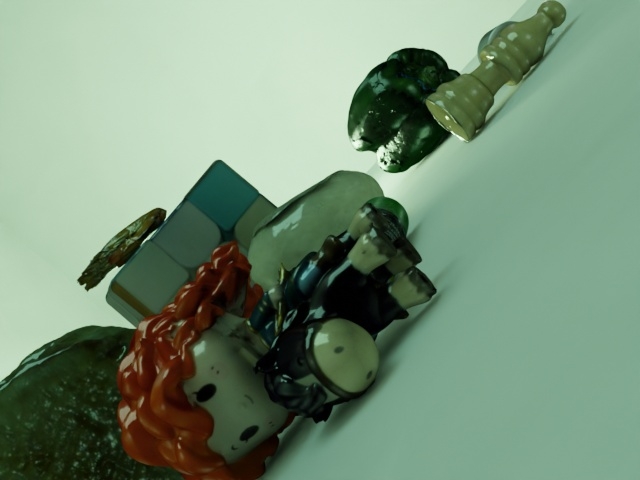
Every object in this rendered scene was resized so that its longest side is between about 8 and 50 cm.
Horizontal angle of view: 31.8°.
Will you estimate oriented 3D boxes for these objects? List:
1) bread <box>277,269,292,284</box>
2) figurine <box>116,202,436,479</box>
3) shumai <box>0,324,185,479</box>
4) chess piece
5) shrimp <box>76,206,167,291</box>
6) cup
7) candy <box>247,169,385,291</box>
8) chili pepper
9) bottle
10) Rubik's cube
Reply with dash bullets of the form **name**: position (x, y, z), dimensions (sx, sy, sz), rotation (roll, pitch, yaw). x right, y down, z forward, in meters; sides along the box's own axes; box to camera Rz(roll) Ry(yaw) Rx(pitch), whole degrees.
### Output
- **bread**: position (-0.039, 0.129, 1.634), dimensions (0.156, 0.125, 0.086), rotation (-52, 13, -24)
- **figurine**: position (-0.050, 0.124, 1.315), dimensions (0.412, 0.241, 0.306), rotation (-24, 42, 35)
- **shumai**: position (-0.333, 0.277, 1.636), dimensions (0.397, 0.324, 0.323), rotation (-42, 15, 0)
- **chess piece**: position (0.339, -0.328, 2.079), dimensions (0.307, 0.124, 0.139), rotation (-45, -27, -1)
- **shrimp**: position (-0.424, 0.017, 2.428), dimensions (0.249, 0.068, 0.150), rotation (-44, 9, 2)
- **cup**: position (0.383, -0.396, 2.239), dimensions (0.136, 0.099, 0.133), rotation (-49, 3, 3)
- **candy**: position (0.000, 0.000, 2.030), dimensions (0.295, 0.185, 0.295), rotation (-35, -6, -4)
- **chili pepper**: position (0.193, -0.291, 2.540), dimensions (0.248, 0.233, 0.256), rotation (-30, -19, -44)
- **bottle**: position (0.077, 0.012, 1.680), dimensions (0.093, 0.093, 0.330), rotation (-48, 4, 18)
- **Rubik's cube**: position (-0.218, 0.089, 2.398), dimensions (0.346, 0.347, 0.344), rotation (-49, 3, -17)
